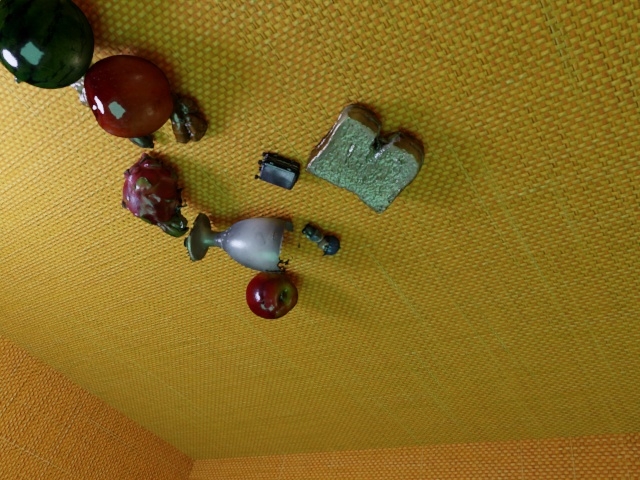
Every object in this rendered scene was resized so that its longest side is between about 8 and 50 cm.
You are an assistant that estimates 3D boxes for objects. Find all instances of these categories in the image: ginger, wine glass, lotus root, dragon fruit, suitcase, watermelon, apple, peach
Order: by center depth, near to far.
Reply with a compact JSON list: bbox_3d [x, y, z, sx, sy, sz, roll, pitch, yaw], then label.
[{"bbox_3d":[-0.693,-0.502,1.300,0.243,0.242,0.242,9,137,8],"label":"watermelon"},{"bbox_3d":[-0.512,-0.382,1.388,0.218,0.201,0.218,35,137,40],"label":"apple"},{"bbox_3d":[-0.383,-0.345,1.491,0.103,0.073,0.162,3,135,13],"label":"ginger"},{"bbox_3d":[-0.127,-0.207,1.566,0.126,0.059,0.086,19,139,-3],"label":"suitcase"},{"bbox_3d":[-0.551,-0.315,1.591,0.099,0.054,0.049,36,155,-18],"label":"lotus root"},{"bbox_3d":[-0.515,-0.144,1.686,0.269,0.198,0.200,33,92,-25],"label":"dragon fruit"},{"bbox_3d":[-0.256,0.006,1.738,0.358,0.190,0.190,6,136,10],"label":"wine glass"},{"bbox_3d":[-0.190,0.204,1.938,0.198,0.197,0.197,9,137,8],"label":"peach"}]

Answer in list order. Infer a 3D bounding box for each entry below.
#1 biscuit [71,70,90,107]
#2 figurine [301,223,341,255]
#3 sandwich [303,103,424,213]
[{"bbox_3d":[-0.724,-0.455,1.510,0.174,0.038,0.183,-16,128,29],"label":"biscuit"},{"bbox_3d":[0.006,-0.007,1.741,0.079,0.077,0.136,-40,102,5],"label":"figurine"},{"bbox_3d":[0.131,-0.227,1.442,0.273,0.095,0.249,29,133,-12],"label":"sandwich"}]
